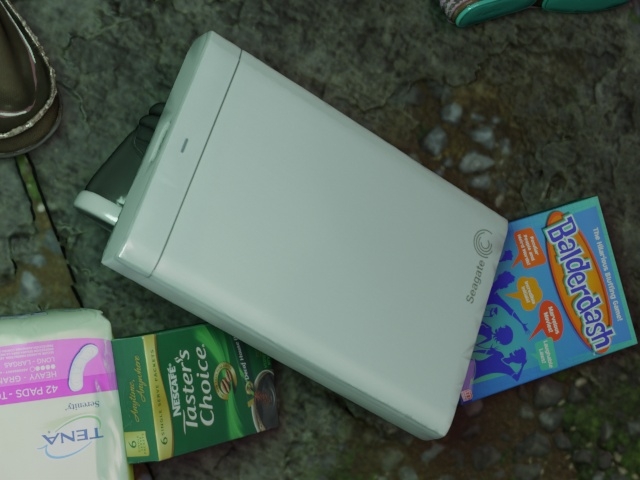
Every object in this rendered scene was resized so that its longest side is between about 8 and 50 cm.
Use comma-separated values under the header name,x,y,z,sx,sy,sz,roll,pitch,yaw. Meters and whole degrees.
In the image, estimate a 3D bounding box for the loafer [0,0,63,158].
name,x,y,z,sx,sy,sz,roll,pitch,yaw
loafer,-0.358,-0.222,1.333,0.134,0.130,0.366,-44,102,-17

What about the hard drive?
name,x,y,z,sx,sy,sz,roll,pitch,yaw
hard drive,0.000,0.000,1.402,0.353,0.047,0.233,31,63,-24

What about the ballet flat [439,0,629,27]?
name,x,y,z,sx,sy,sz,roll,pitch,yaw
ballet flat,0.217,-0.269,1.592,0.222,0.077,0.079,-10,71,-21

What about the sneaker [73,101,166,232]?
name,x,y,z,sx,sy,sz,roll,pitch,yaw
sneaker,-0.064,-0.023,1.443,0.296,0.104,0.147,29,82,-12

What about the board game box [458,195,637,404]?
name,x,y,z,sx,sy,sz,roll,pitch,yaw
board game box,0.202,0.058,1.571,0.210,0.047,0.160,-17,92,-21

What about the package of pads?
name,x,y,z,sx,sy,sz,roll,pitch,yaw
package of pads,-0.275,0.212,1.352,0.229,0.101,0.296,-5,88,-20

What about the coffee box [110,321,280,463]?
name,x,y,z,sx,sy,sz,roll,pitch,yaw
coffee box,-0.108,0.130,1.402,0.184,0.040,0.113,-5,88,-56
